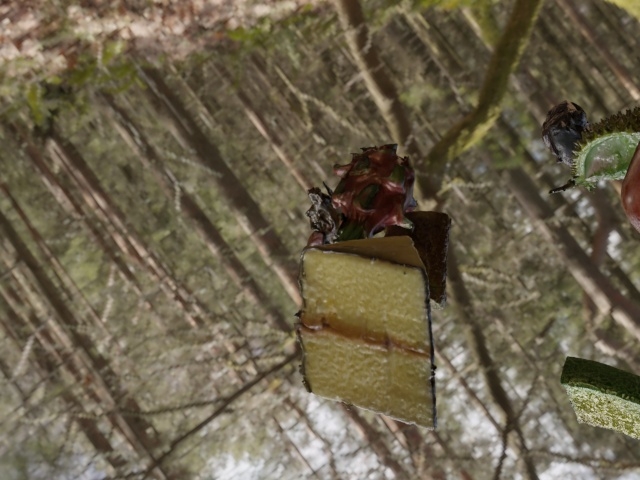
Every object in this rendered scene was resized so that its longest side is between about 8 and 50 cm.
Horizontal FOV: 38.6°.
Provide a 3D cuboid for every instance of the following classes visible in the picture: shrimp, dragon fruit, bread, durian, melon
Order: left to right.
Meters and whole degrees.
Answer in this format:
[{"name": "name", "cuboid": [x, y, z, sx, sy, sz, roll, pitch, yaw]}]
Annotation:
[{"name": "shrimp", "cuboid": [0.000, 0.000, 1.618, 0.152, 0.063, 0.287, -49, 153, -10]}, {"name": "bread", "cuboid": [0.054, 0.127, 1.198, 0.178, 0.240, 0.135, -5, -161, 0]}, {"name": "dragon fruit", "cuboid": [0.085, -0.059, 1.470, 0.137, 0.135, 0.236, -12, -140, 23]}, {"name": "bread", "cuboid": [0.167, 0.037, 1.639, 0.132, 0.172, 0.103, -2, 159, 26]}, {"name": "durian", "cuboid": [0.383, -0.113, 1.161, 0.215, 0.100, 0.086, -9, -171, 39]}, {"name": "melon", "cuboid": [0.472, 0.262, 1.344, 0.053, 0.262, 0.114, -40, 147, -53]}]

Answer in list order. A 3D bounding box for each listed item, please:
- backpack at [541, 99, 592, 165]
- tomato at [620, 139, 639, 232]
[{"name": "backpack", "cuboid": [0.535, -0.236, 1.988, 0.106, 0.120, 0.165, -25, -166, 15]}, {"name": "tomato", "cuboid": [0.382, -0.064, 0.917, 0.167, 0.167, 0.167, -37, 175, -4]}]
